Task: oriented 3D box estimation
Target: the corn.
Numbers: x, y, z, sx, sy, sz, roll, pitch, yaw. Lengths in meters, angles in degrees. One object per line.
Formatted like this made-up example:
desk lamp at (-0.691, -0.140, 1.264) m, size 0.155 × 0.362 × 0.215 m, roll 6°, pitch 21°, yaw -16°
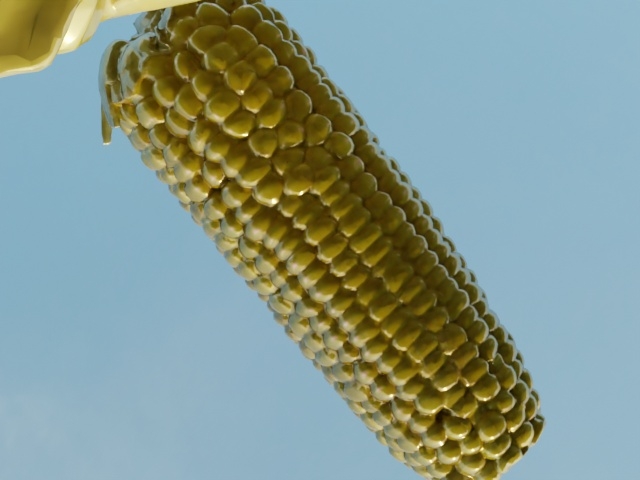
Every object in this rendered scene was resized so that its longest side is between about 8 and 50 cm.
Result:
corn at (0.003, -0.002, 0.627) m, size 0.260 × 0.091 × 0.091 m, roll 53°, pitch -132°, yaw -4°

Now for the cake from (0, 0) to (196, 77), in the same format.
cake at (-0.079, -0.171, 0.373) m, size 0.222 × 0.286 × 0.228 m, roll -4°, pitch -68°, yaw 9°
